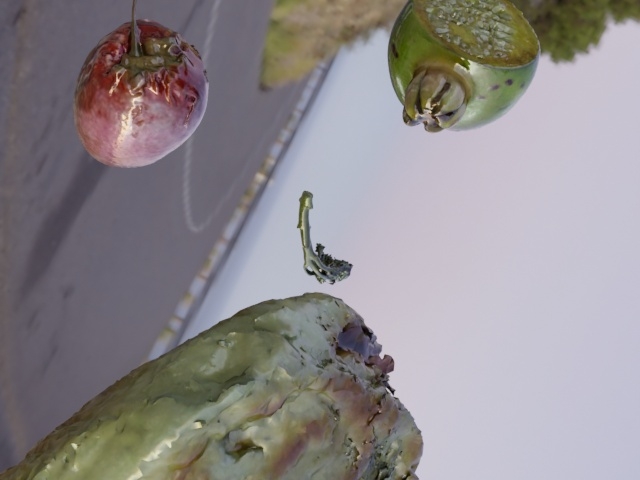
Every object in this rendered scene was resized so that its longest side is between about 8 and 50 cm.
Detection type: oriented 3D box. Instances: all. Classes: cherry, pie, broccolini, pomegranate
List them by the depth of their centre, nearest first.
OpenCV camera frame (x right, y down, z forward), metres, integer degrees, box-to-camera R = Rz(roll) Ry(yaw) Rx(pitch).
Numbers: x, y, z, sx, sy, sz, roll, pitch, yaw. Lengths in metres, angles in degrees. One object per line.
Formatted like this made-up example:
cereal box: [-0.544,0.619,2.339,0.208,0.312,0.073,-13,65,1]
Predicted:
pie: [-0.108,0.206,0.944,0.395,0.180,0.418,-43,154,17]
broccolini: [-0.004,0.006,1.375,0.052,0.054,0.194,-58,159,-17]
pomegranate: [0.178,-0.207,1.517,0.241,0.190,0.159,-101,-155,-43]
cherry: [-0.259,-0.192,1.621,0.250,0.175,0.192,-41,-128,44]
